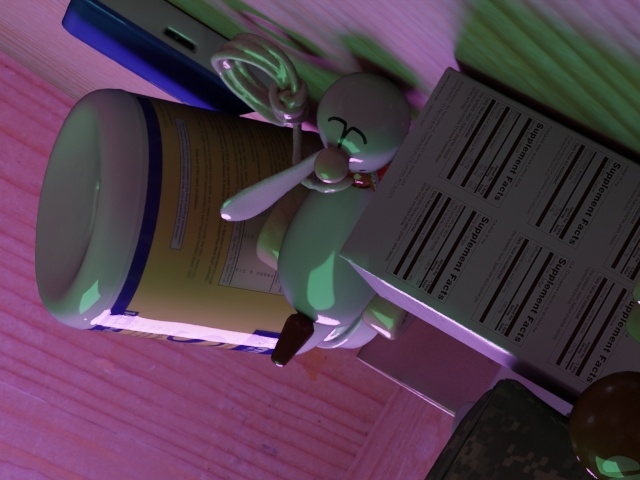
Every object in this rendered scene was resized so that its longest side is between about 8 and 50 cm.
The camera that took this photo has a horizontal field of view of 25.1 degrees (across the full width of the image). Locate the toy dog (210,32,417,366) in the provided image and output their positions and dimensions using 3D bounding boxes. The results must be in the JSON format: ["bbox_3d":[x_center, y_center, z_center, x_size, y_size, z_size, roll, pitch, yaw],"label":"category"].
[{"bbox_3d":[0.000,0.000,1.211,0.220,0.161,0.333,19,153,31],"label":"toy dog"}]

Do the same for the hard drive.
[{"bbox_3d":[-0.161,-0.195,1.472,0.210,0.040,0.319,31,176,-12],"label":"hard drive"}]

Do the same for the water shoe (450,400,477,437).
[{"bbox_3d":[0.196,0.204,1.357,0.080,0.073,0.203,-7,150,34],"label":"water shoe"}]

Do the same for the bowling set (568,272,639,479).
[{"bbox_3d":[0.219,0.046,0.648,0.154,0.200,0.287,28,180,15],"label":"bowling set"}]

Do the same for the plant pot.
[{"bbox_3d":[0.212,0.134,1.762,0.284,0.191,0.284,30,176,2],"label":"plant pot"}]

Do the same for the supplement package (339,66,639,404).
[{"bbox_3d":[0.149,0.012,0.986,0.203,0.149,0.194,29,177,14],"label":"supplement package"}]

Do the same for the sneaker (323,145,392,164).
[{"bbox_3d":[0.102,-0.039,1.336,0.225,0.088,0.093,35,149,-7],"label":"sneaker"}]

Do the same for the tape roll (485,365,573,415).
[{"bbox_3d":[0.304,0.147,1.408,0.246,0.169,0.246,30,175,3],"label":"tape roll"}]

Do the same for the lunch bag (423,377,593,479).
[{"bbox_3d":[0.178,0.237,0.966,0.256,0.212,0.305,31,176,10],"label":"lunch bag"}]

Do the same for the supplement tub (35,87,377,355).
[{"bbox_3d":[-0.101,-0.010,1.467,0.331,0.241,0.241,11,-174,-27],"label":"supplement tub"}]
